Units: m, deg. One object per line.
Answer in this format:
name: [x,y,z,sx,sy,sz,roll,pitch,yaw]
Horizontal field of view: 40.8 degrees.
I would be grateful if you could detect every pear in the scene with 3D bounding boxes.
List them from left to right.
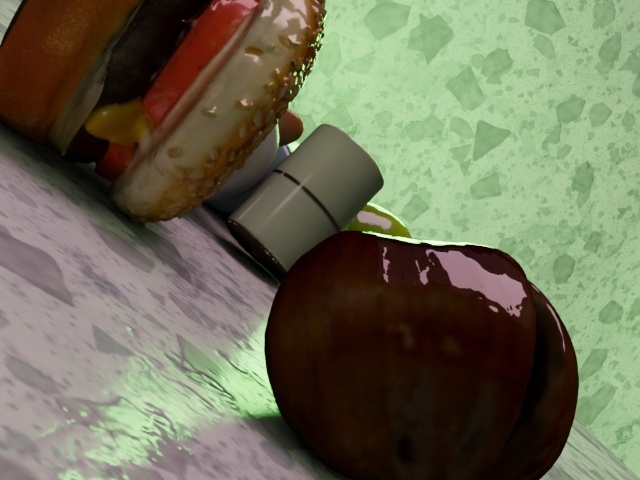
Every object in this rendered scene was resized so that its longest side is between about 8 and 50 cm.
pear: [0.083,0.025,1.603,0.220,0.187,0.187,36,5,-40]

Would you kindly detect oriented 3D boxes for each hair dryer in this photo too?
hair dryer: [0.000,0.000,1.293,0.128,0.203,0.362,37,-14,25]

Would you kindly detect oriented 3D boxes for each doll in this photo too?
doll: [-0.150,-0.170,1.217,0.251,0.221,0.221,6,3,3]

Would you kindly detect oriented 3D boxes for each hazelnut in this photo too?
hazelnut: [0.072,0.100,0.667,0.252,0.217,0.217,25,11,-29]

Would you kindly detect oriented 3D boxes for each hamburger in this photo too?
hamburger: [-0.155,-0.189,0.889,0.250,0.330,0.330,39,4,-10]

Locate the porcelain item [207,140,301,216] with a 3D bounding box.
porcelain item: [-0.148,-0.149,1.451,0.405,0.178,0.242,46,6,35]
